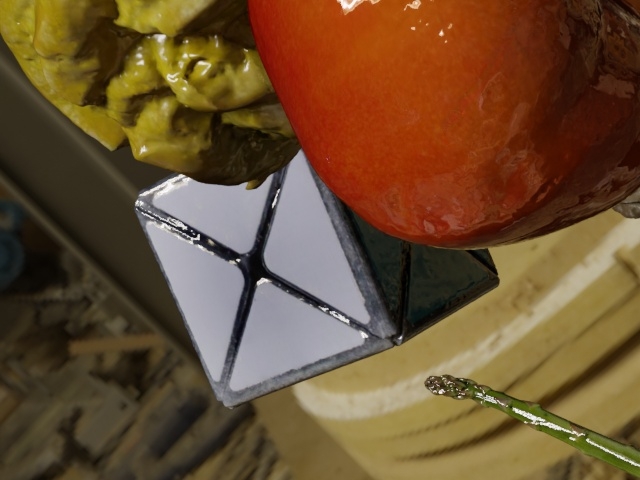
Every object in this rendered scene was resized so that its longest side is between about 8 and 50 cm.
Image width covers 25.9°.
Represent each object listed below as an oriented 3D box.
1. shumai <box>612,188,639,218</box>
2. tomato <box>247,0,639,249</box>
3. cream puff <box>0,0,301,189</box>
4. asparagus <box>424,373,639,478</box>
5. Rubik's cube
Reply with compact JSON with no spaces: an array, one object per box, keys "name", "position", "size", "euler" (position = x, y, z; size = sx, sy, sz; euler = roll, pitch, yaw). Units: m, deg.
[{"name":"shumai","position":[0.352,-0.135,1.328],"size":[0.218,0.185,0.184],"euler":[-19,4,-3]},{"name":"tomato","position":[0.072,-0.110,0.730],"size":[0.180,0.260,0.260],"euler":[-36,18,32]},{"name":"cream puff","position":[-0.072,-0.178,1.069],"size":[0.324,0.257,0.291],"euler":[-32,3,27]},{"name":"asparagus","position":[0.190,0.154,1.150],"size":[0.248,0.024,0.025],"euler":[21,47,32]},{"name":"Rubik's cube","position":[0.000,0.000,1.484],"size":[0.255,0.260,0.259],"euler":[-25,1,34]}]
